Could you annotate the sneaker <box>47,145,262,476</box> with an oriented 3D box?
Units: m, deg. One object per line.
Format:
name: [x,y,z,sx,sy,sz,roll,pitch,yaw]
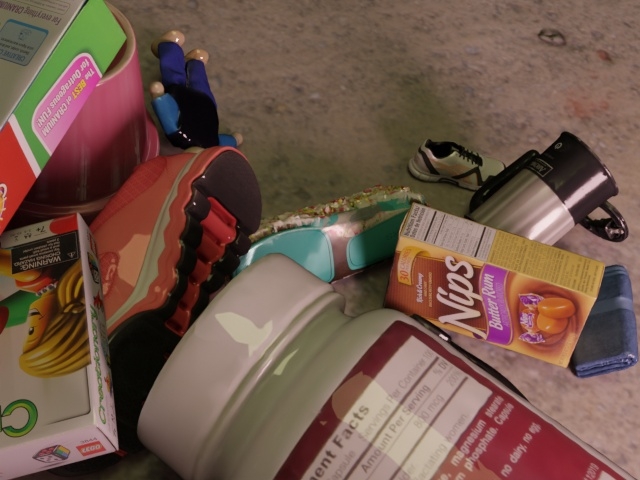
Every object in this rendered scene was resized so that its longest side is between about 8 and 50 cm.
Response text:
sneaker: [-0.167,0.056,0.991,0.136,0.116,0.314,8,61,37]

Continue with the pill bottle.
pill bottle: [0.068,0.195,0.869,0.392,0.224,0.224,35,51,13]

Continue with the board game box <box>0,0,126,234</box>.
board game box: [-0.336,-0.084,0.903,0.242,0.064,0.317,21,71,24]

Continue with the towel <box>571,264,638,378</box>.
towel: [0.278,0.079,1.132,0.067,0.029,0.119,-15,43,23]

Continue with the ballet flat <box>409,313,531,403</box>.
ballet flat: [0.138,0.134,1.064,0.173,0.049,0.057,38,9,13]

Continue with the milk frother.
milk frother: [0.237,-0.016,1.177,0.134,0.129,0.143,-40,100,0]

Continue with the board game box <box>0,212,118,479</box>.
board game box: [-0.314,0.104,0.871,0.305,0.053,0.193,-15,55,1]

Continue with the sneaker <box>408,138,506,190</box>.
sneaker: [0.152,-0.083,1.233,0.109,0.044,0.040,5,49,-15]

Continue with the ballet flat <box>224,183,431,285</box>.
ballet flat: [0.000,0.000,1.112,0.241,0.091,0.077,-13,27,-30]

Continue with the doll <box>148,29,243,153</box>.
doll: [-0.129,-0.130,1.167,0.129,0.046,0.189,34,31,-39]

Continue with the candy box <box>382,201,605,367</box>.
candy box: [0.159,0.043,1.077,0.186,0.109,0.053,18,49,10]

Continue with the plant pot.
plant pot: [-0.243,-0.123,1.061,0.201,0.180,0.201,8,52,-10]
